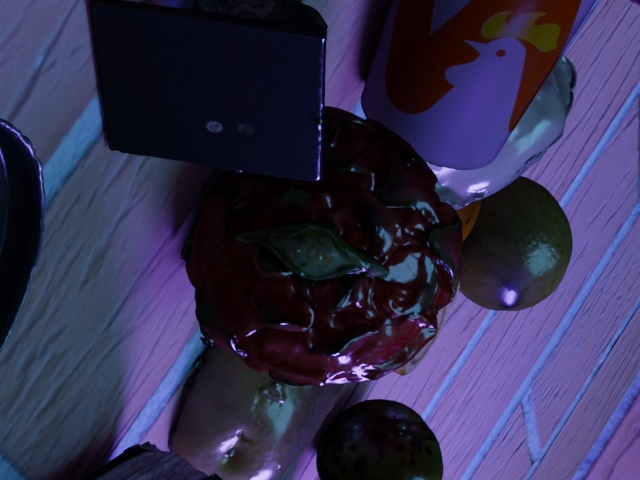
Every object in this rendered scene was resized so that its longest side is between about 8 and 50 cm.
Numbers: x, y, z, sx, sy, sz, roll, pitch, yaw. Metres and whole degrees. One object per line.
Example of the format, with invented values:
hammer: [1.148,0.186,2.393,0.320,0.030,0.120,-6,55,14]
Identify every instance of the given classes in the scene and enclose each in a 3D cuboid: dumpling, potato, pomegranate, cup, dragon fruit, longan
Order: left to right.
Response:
potato: [-0.051,0.134,1.705,0.138,0.098,0.243,-17,132,-61]
dragon fruit: [0.000,0.000,1.531,0.234,0.234,0.293,-63,-169,7]
pomegranate: [0.065,0.251,2.097,0.148,0.148,0.169,-53,170,-19]
dumpling: [0.148,-0.128,1.822,0.247,0.142,0.172,-45,121,-22]
cup: [0.146,-0.210,1.595,0.203,0.203,0.288,-35,155,-51]
longan: [0.202,-0.006,2.091,0.145,0.176,0.155,9,142,-27]

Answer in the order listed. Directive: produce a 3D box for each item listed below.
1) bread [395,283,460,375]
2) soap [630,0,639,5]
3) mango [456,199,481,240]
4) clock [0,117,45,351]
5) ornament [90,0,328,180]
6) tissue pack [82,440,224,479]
bread: [0.098,0.069,2.009,0.122,0.073,0.149,-52,159,-29]
soap: [0.321,-0.305,1.775,0.099,0.250,0.162,-26,139,-61]
mango: [0.126,-0.039,1.948,0.114,0.060,0.080,-56,144,-7]
clock: [-0.266,0.039,1.093,0.280,0.055,0.280,-49,157,-29]
ornament: [-0.055,-0.164,1.314,0.166,0.153,0.196,93,9,-54]
tissue pack: [-0.193,0.365,1.441,0.416,0.253,0.264,-27,142,-55]
